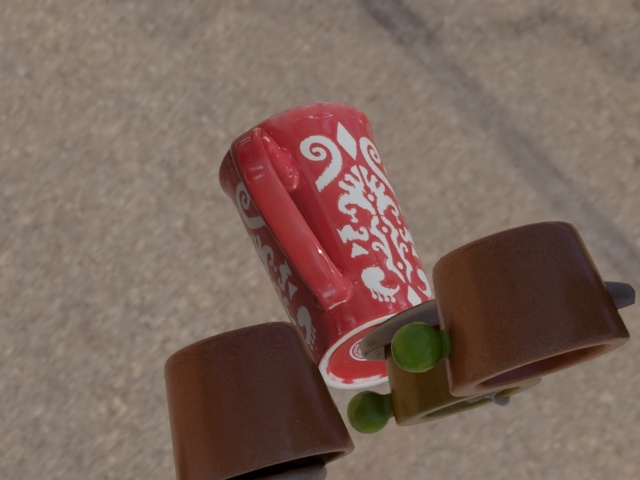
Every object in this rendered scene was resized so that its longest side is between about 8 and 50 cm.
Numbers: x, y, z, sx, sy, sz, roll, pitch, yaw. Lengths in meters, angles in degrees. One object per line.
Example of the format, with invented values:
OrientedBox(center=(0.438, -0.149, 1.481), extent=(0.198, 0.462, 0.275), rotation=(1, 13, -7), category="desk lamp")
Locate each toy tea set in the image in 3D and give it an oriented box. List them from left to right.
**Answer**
OrientedBox(center=(0.104, 0.064, 0.704), extent=(0.200, 0.336, 0.124), rotation=(15, 57, -68), category="toy tea set")

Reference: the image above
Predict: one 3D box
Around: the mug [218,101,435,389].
OrientedBox(center=(-0.003, 0.006, 1.144), extent=(0.150, 0.113, 0.169), rotation=(3, 51, -38), category="mug")
